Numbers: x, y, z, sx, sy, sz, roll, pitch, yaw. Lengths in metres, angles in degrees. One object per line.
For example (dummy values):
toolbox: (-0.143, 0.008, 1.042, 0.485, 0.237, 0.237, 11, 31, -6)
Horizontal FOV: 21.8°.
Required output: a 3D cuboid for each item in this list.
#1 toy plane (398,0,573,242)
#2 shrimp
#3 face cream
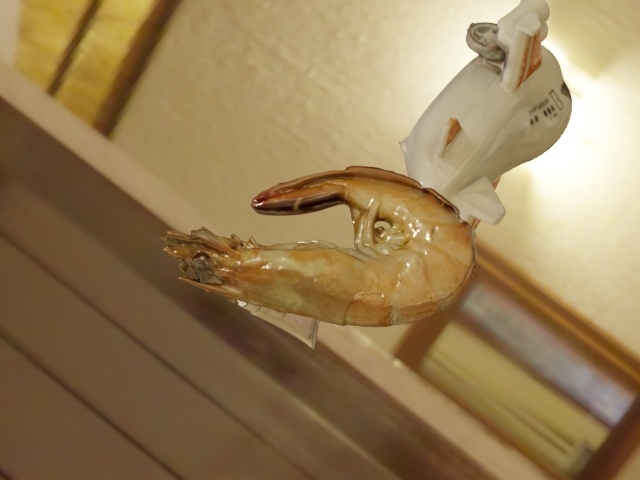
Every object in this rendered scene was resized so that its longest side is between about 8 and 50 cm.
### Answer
toy plane: (0.152, -0.097, 1.462, 0.245, 0.117, 0.245, -53, -20, -29)
shrimp: (0.000, -0.001, 1.244, 0.053, 0.236, 0.133, 83, -169, -70)
face cream: (-0.035, 0.064, 1.493, 0.115, 0.020, 0.038, 31, -119, -50)
